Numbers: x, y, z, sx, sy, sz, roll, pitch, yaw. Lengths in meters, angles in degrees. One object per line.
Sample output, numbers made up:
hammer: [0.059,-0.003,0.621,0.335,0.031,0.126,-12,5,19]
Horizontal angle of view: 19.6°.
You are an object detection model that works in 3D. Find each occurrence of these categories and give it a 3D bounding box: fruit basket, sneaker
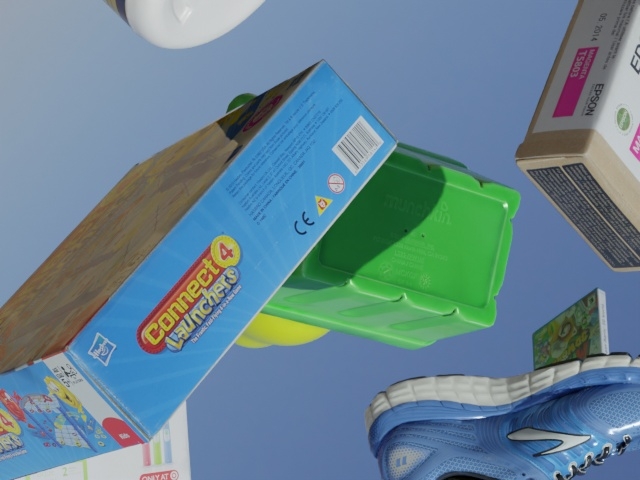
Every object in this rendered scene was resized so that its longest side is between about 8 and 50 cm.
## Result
fruit basket: [0.000,0.000,2.216,0.392,0.392,0.283,178,-75,-71]
sneaker: [0.212,0.199,1.720,0.130,0.330,0.147,77,5,-62]

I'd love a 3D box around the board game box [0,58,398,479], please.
board game box: [-0.130,0.031,1.368,0.308,0.086,0.302,-51,-164,-32]

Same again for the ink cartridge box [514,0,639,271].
ink cartridge box: [0.306,-0.117,1.813,0.088,0.193,0.234,-2,-125,43]

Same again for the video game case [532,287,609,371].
video game case: [0.292,0.149,2.164,0.119,0.015,0.166,-40,-146,39]

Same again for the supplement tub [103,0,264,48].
supplement tub: [-0.191,-0.370,1.883,0.228,0.316,0.228,-39,159,-18]

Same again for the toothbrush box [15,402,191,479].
toothbrush box: [-0.296,0.206,1.918,0.283,0.206,0.122,-8,-94,52]
